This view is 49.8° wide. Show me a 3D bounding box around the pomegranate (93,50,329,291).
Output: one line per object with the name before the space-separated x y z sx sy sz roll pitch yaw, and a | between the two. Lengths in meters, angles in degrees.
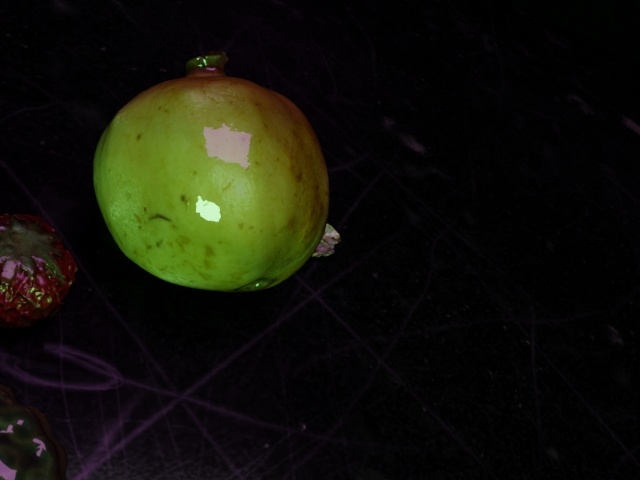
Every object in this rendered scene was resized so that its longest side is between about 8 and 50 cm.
pomegranate | -0.125 -0.066 0.856 0.308 0.307 0.307 19 42 -18

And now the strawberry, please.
strawberry | -0.339 0.027 0.750 0.145 0.086 0.145 20 43 -20

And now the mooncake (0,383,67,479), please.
mooncake | -0.320 0.214 0.548 0.228 0.124 0.228 20 41 -19

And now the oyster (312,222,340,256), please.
oyster | -0.001 0.002 1.061 0.054 0.019 0.083 35 37 -2
